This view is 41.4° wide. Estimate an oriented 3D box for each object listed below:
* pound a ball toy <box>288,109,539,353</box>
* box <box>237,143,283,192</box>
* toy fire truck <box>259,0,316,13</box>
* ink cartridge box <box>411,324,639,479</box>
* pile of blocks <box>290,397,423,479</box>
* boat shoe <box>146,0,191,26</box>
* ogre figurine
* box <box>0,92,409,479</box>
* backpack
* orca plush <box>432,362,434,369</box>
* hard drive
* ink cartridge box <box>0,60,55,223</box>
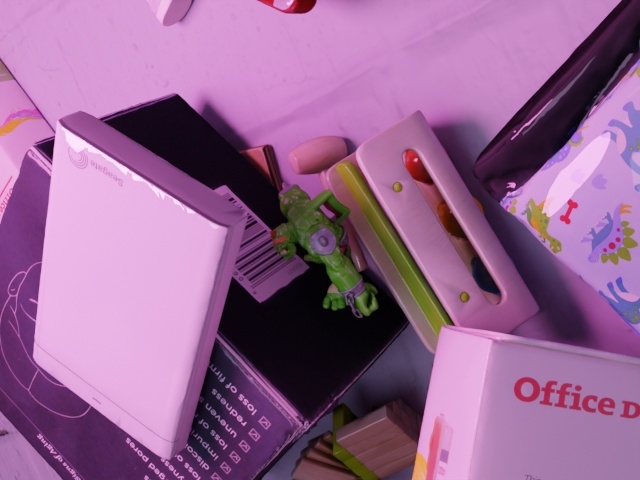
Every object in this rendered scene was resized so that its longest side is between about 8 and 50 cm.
[{"bbox_3d":[0.115,-0.024,1.051,0.319,0.135,0.208,59,160,-1],"label":"pound a ball toy"},{"bbox_3d":[-0.133,-0.047,1.272,0.201,0.021,0.164,-8,106,37],"label":"box"},{"bbox_3d":[-0.057,-0.422,0.976,0.254,0.169,0.302,30,123,28],"label":"toy fire truck"},{"bbox_3d":[0.241,0.298,0.873,0.160,0.279,0.385,179,102,-78],"label":"ink cartridge box"},{"bbox_3d":[0.017,0.330,1.244,0.149,0.113,0.362,24,123,-17],"label":"pile of blocks"},{"bbox_3d":[-0.194,-0.383,1.165,0.063,0.066,0.184,46,138,11],"label":"boat shoe"},{"bbox_3d":[0.000,0.000,1.028,0.096,0.197,0.118,-21,130,13],"label":"ogre figurine"},{"bbox_3d":[-0.220,0.141,1.214,0.480,0.297,0.472,44,128,8],"label":"box"},{"bbox_3d":[0.353,-0.034,0.796,0.355,0.273,0.290,42,122,0],"label":"backpack"},{"bbox_3d":[0.273,0.222,1.032,0.287,0.151,0.102,45,96,15],"label":"orca plush"},{"bbox_3d":[-0.219,0.062,0.958,0.233,0.047,0.353,32,126,18],"label":"hard drive"},{"bbox_3d":[-0.556,-0.126,1.493,0.353,0.119,0.207,51,129,9],"label":"ink cartridge box"}]
